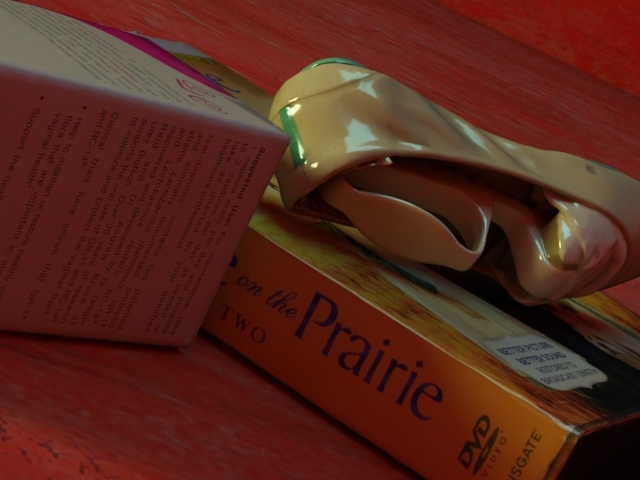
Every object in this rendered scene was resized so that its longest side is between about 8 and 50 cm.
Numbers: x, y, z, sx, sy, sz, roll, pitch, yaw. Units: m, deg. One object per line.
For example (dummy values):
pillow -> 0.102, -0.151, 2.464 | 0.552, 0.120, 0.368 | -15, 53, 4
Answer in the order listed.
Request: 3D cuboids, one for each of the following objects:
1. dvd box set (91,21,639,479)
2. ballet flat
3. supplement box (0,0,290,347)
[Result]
dvd box set -> 0.000, 0.000, 0.966 | 0.420, 0.062, 0.307 | 33, 14, 23
ballet flat -> 0.082, -0.009, 0.889 | 0.248, 0.086, 0.086 | 19, 15, -26
supplement box -> -0.136, -0.036, 0.731 | 0.111, 0.114, 0.220 | 36, 17, 38
